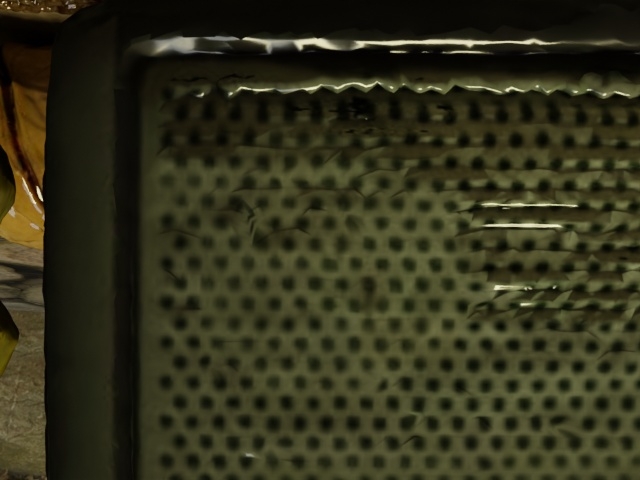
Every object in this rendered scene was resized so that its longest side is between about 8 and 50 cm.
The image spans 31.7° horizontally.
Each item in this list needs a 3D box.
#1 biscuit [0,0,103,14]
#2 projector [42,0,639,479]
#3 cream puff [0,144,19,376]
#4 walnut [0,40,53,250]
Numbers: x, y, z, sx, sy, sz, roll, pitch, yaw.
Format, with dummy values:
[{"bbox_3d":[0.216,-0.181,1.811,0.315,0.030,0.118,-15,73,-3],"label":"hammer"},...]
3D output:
[{"bbox_3d":[-0.075,-0.137,0.572,0.199,0.034,0.064,2,170,3],"label":"biscuit"},{"bbox_3d":[0.095,0.007,0.532,0.405,0.242,0.395,0,-174,-3],"label":"projector"},{"bbox_3d":[-0.309,0.019,0.564,0.378,0.378,0.275,0,154,17],"label":"cream puff"},{"bbox_3d":[-0.178,-0.061,0.751,0.144,0.144,0.180,1,165,11],"label":"walnut"}]
